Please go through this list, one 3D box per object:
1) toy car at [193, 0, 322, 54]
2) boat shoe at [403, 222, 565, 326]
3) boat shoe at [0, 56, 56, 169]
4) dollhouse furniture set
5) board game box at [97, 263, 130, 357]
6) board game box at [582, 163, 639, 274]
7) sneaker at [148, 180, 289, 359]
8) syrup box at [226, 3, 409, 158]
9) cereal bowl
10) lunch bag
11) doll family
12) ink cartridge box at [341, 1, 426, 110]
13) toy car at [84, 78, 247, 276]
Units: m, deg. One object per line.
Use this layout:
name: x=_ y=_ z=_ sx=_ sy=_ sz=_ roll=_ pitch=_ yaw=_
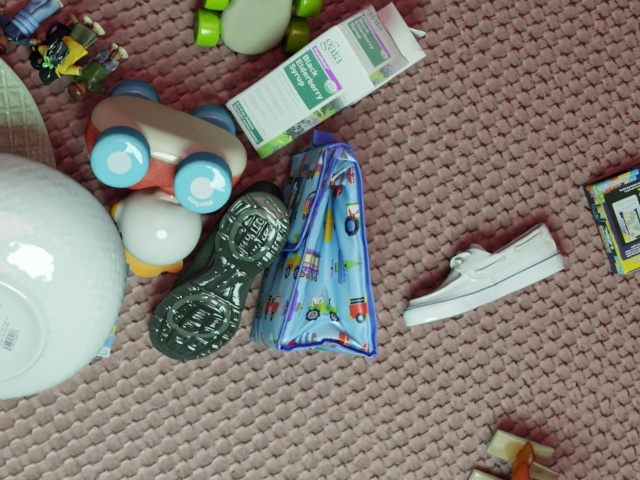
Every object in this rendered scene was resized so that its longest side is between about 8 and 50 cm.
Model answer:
toy car: x=-0.092 y=-0.366 z=1.761 sx=0.155 sy=0.149 sz=0.188 roll=2 pitch=59 yaw=-15
boat shoe: x=0.222 y=0.047 z=1.819 sx=0.258 sy=0.095 sz=0.084 roll=-21 pitch=89 yaw=-22
boat shoe: x=-0.512 y=-0.191 z=1.593 sx=0.500 sy=0.156 sz=0.187 roll=51 pitch=53 yaw=-35
dollhouse furniture set: x=0.223 y=0.416 z=1.730 sx=0.135 sy=0.262 sz=0.259 roll=21 pitch=115 yaw=-8
board game box: x=-0.362 y=0.074 z=1.681 sx=0.201 sy=0.035 sz=0.136 roll=11 pitch=121 yaw=-11
board game box: x=0.490 y=-0.044 z=1.892 sx=0.170 sy=0.048 sz=0.141 roll=-20 pitch=94 yaw=-12
sneaker: x=-0.128 y=0.041 z=1.721 sx=0.109 sy=0.130 sz=0.286 roll=35 pitch=109 yaw=-10
syrup box: x=-0.006 y=-0.207 z=1.694 sx=0.096 sy=0.237 sz=0.093 roll=-38 pitch=97 yaw=-45
cereal bowl: x=-0.409 y=0.068 z=1.568 sx=0.338 sy=0.141 sz=0.339 roll=-2 pitch=122 yaw=-3
lunch bag: x=0.000 y=0.000 z=1.698 sx=0.138 sy=0.221 sz=0.293 roll=5 pitch=87 yaw=-12
doll family: x=-0.353 y=-0.255 z=1.697 sx=0.193 sy=0.076 sz=0.111 roll=34 pitch=75 yaw=31
ink cartridge box: x=0.070 y=-0.259 z=1.788 sx=0.143 sy=0.092 sz=0.090 roll=-34 pitch=95 yaw=-12
toy car: x=-0.226 y=-0.055 z=1.693 sx=0.210 sy=0.219 sz=0.238 roll=17 pitch=113 yaw=-11
